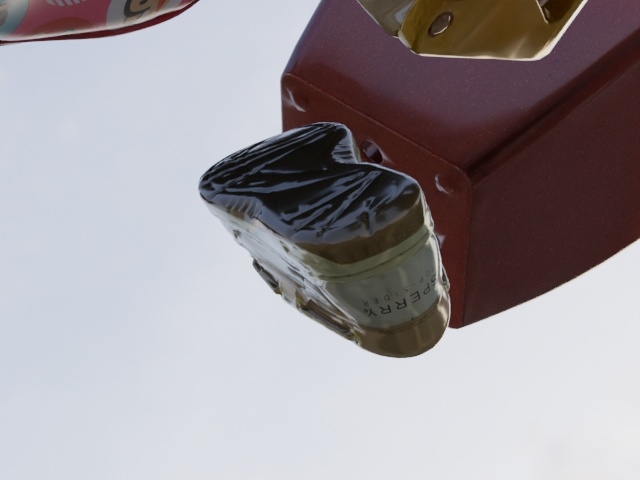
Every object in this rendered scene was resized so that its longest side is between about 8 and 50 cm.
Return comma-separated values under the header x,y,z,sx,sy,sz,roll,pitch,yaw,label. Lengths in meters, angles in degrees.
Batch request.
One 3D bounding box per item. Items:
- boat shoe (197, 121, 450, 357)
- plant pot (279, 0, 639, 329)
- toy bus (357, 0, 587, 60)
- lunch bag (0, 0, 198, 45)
x,y,z,sx,sy,sz,roll,pitch,yaw,label
0.000,0.000,0.526,0.050,0.135,0.045,-24,-71,-6,boat shoe
0.111,-0.094,1.465,0.236,0.267,0.267,-42,-30,-31,plant pot
0.068,-0.145,0.494,0.202,0.191,0.104,-1,2,38,toy bus
-0.083,-0.236,0.982,0.258,0.120,0.293,-16,-29,-47,lunch bag
